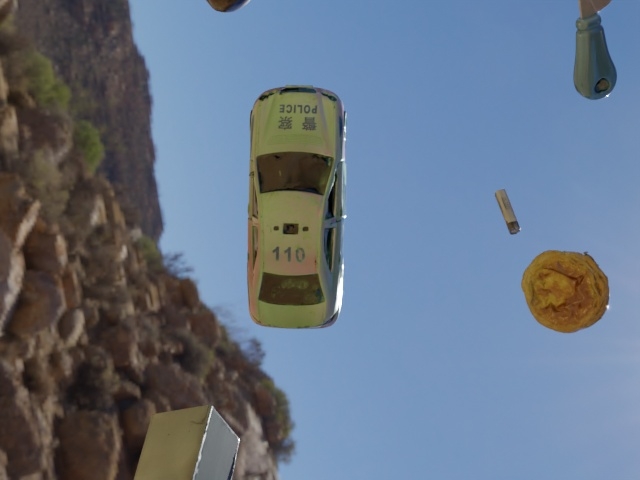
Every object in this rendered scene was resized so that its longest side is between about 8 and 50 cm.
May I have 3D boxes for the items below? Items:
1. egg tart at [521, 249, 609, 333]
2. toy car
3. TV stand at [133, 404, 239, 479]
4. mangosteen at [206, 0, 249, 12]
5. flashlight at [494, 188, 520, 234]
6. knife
[{"bbox_3d":[0.361,0.070,1.341,0.130,0.052,0.130,5,-81,30],"label":"egg tart"},{"bbox_3d":[-0.023,-0.030,0.836,0.076,0.090,0.224,-38,129,-84],"label":"toy car"},{"bbox_3d":[-0.169,0.324,1.032,0.269,0.088,0.083,-78,148,-44],"label":"TV stand"},{"bbox_3d":[-0.158,-0.434,1.135,0.313,0.297,0.297,84,-17,-46],"label":"mangosteen"},{"bbox_3d":[0.317,-0.049,1.556,0.018,0.018,0.083,88,-10,-57],"label":"flashlight"},{"bbox_3d":[0.313,-0.279,1.056,0.032,0.058,0.244,-115,-168,-62],"label":"knife"}]
